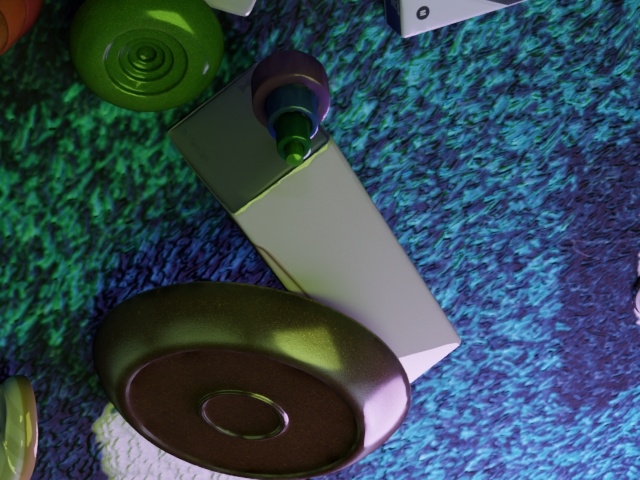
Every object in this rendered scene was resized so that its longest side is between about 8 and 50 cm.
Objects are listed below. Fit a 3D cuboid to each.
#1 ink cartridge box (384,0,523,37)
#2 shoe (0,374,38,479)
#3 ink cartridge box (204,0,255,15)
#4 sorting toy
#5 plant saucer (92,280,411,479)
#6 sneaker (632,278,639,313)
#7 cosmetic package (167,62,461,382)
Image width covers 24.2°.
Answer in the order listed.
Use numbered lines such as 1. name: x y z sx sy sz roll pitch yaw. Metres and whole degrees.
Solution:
1. ink cartridge box: 0.156 -0.314 1.348 0.224 0.045 0.223 -21 130 -16
2. shoe: -0.321 0.222 1.428 0.058 0.076 0.219 1 123 -36
3. ink cartridge box: -0.114 -0.344 1.157 0.261 0.066 0.296 11 116 -36
4. sorting toy: -0.161 -0.128 1.173 0.366 0.126 0.127 15 130 -18
5. plant saucer: -0.070 0.149 1.422 0.311 0.050 0.310 7 143 6
6. sneaker: 0.451 0.017 1.729 0.080 0.081 0.211 16 111 -35
7. cosmetic package: 0.000 0.000 1.403 0.113 0.160 0.309 -38 131 -2
